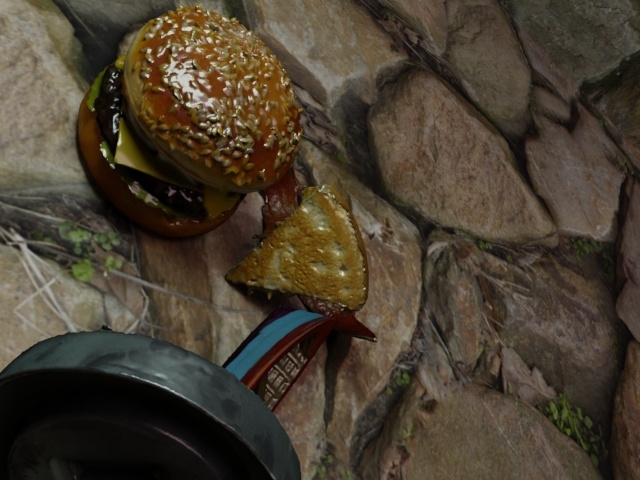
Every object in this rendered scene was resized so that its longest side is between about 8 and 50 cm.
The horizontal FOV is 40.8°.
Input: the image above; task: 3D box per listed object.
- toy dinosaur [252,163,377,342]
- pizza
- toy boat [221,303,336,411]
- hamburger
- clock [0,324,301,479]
[{"bbox_3d":[-0.004,0.006,1.289,0.207,0.113,0.327,21,50,-32],"label":"toy dinosaur"},{"bbox_3d":[-0.035,0.026,1.203,0.062,0.199,0.188,-21,99,-85],"label":"pizza"},{"bbox_3d":[-0.088,0.187,1.049,0.079,0.136,0.392,24,35,12],"label":"toy boat"},{"bbox_3d":[-0.168,-0.163,1.147,0.291,0.225,0.291,27,46,-32],"label":"hamburger"},{"bbox_3d":[-0.166,0.213,0.763,0.312,0.312,0.061,43,32,-15],"label":"clock"}]
